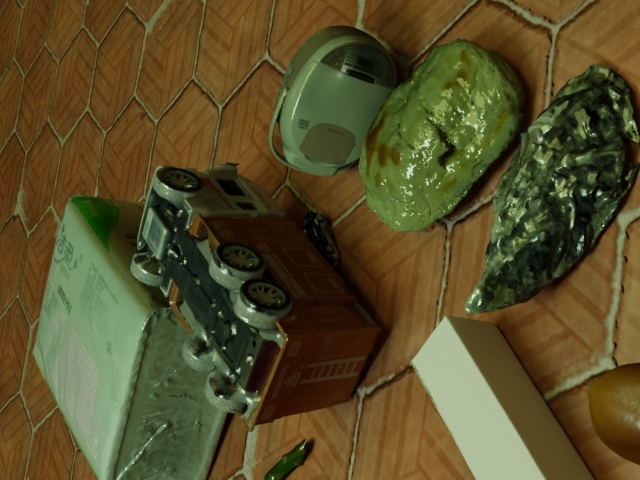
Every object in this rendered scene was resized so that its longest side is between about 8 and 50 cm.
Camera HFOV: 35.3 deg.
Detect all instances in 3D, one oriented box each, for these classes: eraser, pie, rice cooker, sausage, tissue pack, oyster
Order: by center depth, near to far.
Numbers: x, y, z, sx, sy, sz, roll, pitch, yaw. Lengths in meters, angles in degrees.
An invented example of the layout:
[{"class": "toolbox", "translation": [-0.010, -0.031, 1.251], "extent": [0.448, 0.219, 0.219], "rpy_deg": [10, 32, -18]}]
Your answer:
[{"class": "sausage", "translation": [0.339, 0.154, 0.808], "extent": [0.274, 0.105, 0.105], "rpy_deg": [5, 84, 55]}, {"class": "eraser", "translation": [0.197, 0.209, 1.018], "extent": [0.076, 0.078, 0.298], "rpy_deg": [-57, 40, 28]}, {"class": "oyster", "translation": [0.237, -0.057, 1.059], "extent": [0.252, 0.087, 0.199], "rpy_deg": [-39, 49, 27]}, {"class": "pie", "translation": [0.129, -0.132, 1.209], "extent": [0.248, 0.090, 0.201], "rpy_deg": [-51, 40, 28]}, {"class": "rice cooker", "translation": [0.015, -0.187, 1.343], "extent": [0.206, 0.145, 0.127], "rpy_deg": [-60, 26, 30]}, {"class": "tissue pack", "translation": [-0.300, 0.159, 1.623], "extent": [0.405, 0.205, 0.332], "rpy_deg": [43, 120, 50]}]

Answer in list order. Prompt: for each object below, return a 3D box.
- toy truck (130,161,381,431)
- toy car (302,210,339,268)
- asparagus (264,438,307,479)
[{"class": "toy truck", "translation": [-0.094, 0.056, 1.347], "extent": [0.387, 0.206, 0.173], "rpy_deg": [51, 131, 40]}, {"class": "toy car", "translation": [0.000, 0.000, 1.409], "extent": [0.041, 0.025, 0.093], "rpy_deg": [-45, 52, 42]}, {"class": "asparagus", "translation": [-0.042, 0.304, 1.385], "extent": [0.108, 0.021, 0.025], "rpy_deg": [-49, 48, 35]}]
